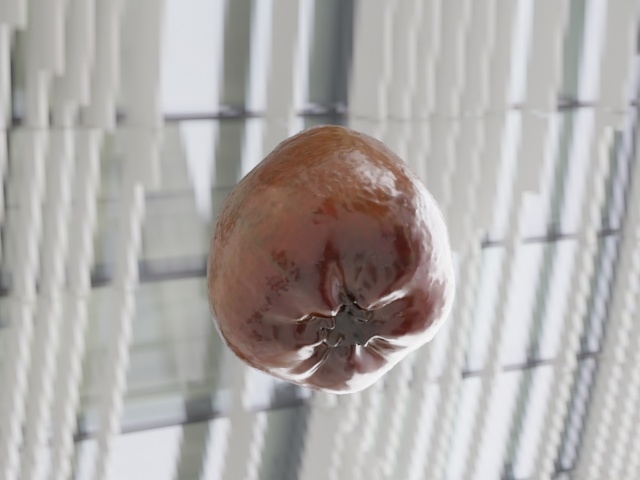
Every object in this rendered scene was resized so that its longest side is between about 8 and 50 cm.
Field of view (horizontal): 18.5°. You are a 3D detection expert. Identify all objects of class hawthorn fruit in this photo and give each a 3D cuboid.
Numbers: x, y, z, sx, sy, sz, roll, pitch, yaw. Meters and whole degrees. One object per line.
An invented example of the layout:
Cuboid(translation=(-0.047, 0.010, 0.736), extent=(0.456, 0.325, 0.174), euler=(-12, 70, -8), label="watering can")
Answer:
Cuboid(translation=(0.000, 0.000, 0.633), extent=(0.093, 0.081, 0.081), euler=(-107, -144, -50), label="hawthorn fruit")
